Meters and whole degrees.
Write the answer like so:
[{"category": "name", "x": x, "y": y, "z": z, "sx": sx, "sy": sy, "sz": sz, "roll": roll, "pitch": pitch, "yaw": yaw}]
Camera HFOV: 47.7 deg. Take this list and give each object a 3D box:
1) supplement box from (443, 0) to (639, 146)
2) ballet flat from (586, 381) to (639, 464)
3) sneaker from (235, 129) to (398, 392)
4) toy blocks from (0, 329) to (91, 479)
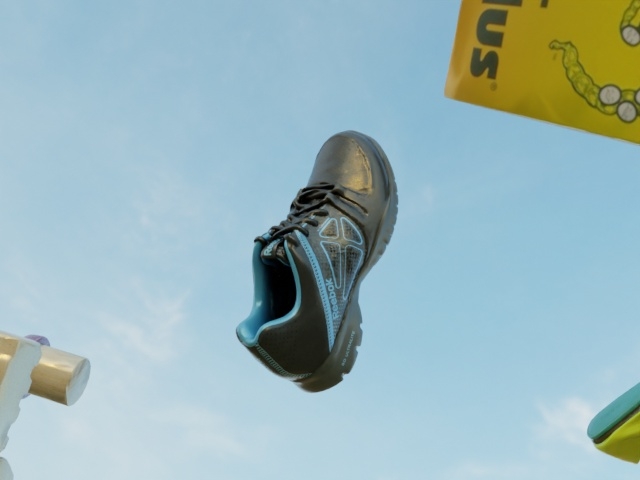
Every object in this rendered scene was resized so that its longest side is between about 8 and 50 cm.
[{"category": "supplement box", "x": 0.281, "y": -0.159, "z": 0.449, "sx": 0.357, "sy": 0.195, "sz": 0.194, "roll": -5, "pitch": -69, "yaw": -37}, {"category": "ballet flat", "x": 0.389, "y": 0.167, "z": 0.787, "sx": 0.077, "sy": 0.077, "sz": 0.231, "roll": 36, "pitch": -56, "yaw": 8}, {"category": "sneaker", "x": 0.000, "y": 0.000, "z": 0.862, "sx": 0.125, "sy": 0.340, "sz": 0.140, "roll": -11, "pitch": -33, "yaw": 39}, {"category": "toy blocks", "x": -0.357, "y": 0.153, "z": 0.498, "sx": 0.260, "sy": 0.288, "sz": 0.309, "roll": 15, "pitch": -13, "yaw": 7}]
